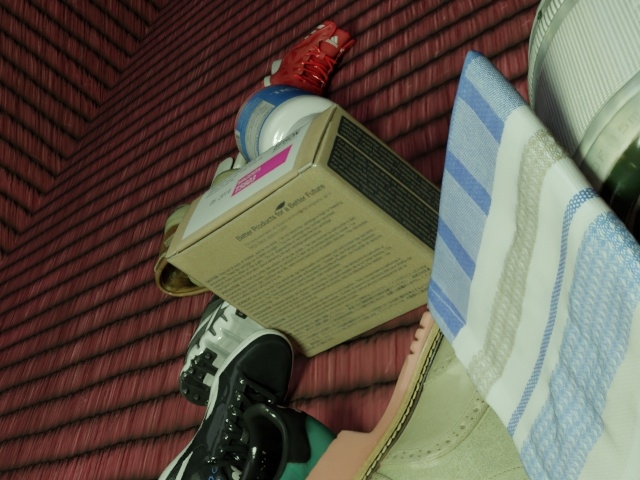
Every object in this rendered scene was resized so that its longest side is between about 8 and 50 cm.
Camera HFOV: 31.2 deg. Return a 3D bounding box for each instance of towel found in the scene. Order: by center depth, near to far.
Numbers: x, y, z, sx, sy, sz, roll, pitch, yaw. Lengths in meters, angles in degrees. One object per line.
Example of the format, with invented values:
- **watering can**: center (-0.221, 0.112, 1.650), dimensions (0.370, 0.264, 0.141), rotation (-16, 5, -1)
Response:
- **towel**: center (0.128, 0.056, 0.628), dimensions (0.209, 0.034, 0.285), rotation (92, 160, -44)

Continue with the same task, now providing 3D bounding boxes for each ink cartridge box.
- **ink cartridge box**: center (0.000, 0.000, 1.096), dimensions (0.235, 0.193, 0.088), rotation (-29, 32, 43)

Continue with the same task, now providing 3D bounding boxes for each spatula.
- **spatula**: center (-0.134, -0.078, 1.711), dimensions (0.168, 0.019, 0.242), rotation (-32, 29, 38)

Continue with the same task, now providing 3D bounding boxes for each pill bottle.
- **pill bottle**: center (-0.025, -0.124, 1.429), dimensions (0.124, 0.124, 0.221), rotation (-52, 23, 0)

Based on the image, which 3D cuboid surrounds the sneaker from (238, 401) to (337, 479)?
- **sneaker**: center (-0.061, 0.267, 0.901), dimensions (0.108, 0.121, 0.302), rotation (-29, 31, 44)

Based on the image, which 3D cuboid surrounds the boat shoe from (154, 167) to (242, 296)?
- **boat shoe**: center (-0.120, 0.007, 1.443), dimensions (0.324, 0.123, 0.120), rotation (-28, 36, 61)

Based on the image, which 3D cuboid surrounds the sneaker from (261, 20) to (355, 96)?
- **sneaker**: center (-0.014, -0.256, 1.661), dimensions (0.128, 0.087, 0.221), rotation (-45, 24, 19)

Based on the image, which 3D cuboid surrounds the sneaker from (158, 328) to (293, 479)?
- **sneaker**: center (-0.074, 0.198, 1.106), dimensions (0.217, 0.079, 0.121), rotation (-60, 25, 1)

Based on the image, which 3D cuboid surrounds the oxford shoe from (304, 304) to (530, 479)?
- **oxford shoe**: center (0.128, 0.124, 0.798), dimensions (0.146, 0.140, 0.397), rotation (20, 65, 35)

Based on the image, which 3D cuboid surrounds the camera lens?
- **camera lens**: center (0.245, -0.074, 0.697), dimensions (0.219, 0.219, 0.274), rotation (-41, 24, 26)

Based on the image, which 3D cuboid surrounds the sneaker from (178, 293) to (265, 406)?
- **sneaker**: center (-0.080, 0.075, 1.292), dimensions (0.234, 0.078, 0.106), rotation (-49, 25, 13)
